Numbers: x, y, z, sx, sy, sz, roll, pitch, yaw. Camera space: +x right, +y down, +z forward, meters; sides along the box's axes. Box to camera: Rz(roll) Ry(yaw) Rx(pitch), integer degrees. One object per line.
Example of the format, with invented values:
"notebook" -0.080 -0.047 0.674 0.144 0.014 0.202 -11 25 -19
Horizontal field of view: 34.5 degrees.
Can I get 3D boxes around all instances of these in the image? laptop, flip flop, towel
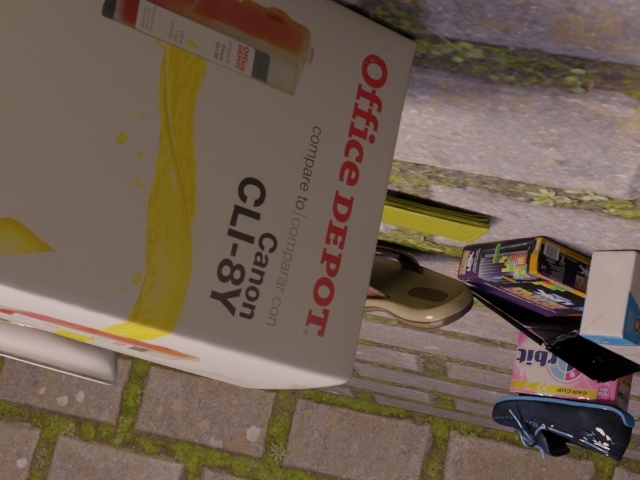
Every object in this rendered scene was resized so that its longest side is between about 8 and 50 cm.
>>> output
"laptop" 0.385 0.113 1.502 0.264 0.136 0.234 -25 149 26
"flip flop" 0.078 0.048 1.361 0.277 0.112 0.080 14 136 47
"towel" 0.072 -0.038 1.197 0.237 0.021 0.102 13 171 -4

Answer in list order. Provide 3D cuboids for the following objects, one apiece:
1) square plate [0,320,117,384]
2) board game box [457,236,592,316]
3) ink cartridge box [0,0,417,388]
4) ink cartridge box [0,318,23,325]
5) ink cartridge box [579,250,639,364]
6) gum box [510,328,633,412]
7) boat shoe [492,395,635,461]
"square plate" -0.420 0.009 1.359 0.344 0.347 0.049 21 123 -26
"board game box" 0.280 0.049 1.278 0.170 0.048 0.141 22 162 -29
"ink cartridge box" -0.144 -0.074 0.731 0.385 0.279 0.160 20 164 -27
"ink cartridge box" -0.249 -0.052 0.949 0.189 0.255 0.097 11 165 10
"ink cartridge box" 0.387 0.089 1.219 0.180 0.104 0.060 25 161 -38
"gum box" 0.398 0.205 1.648 0.188 0.107 0.062 3 162 37
"boat shoe" 0.366 0.297 1.628 0.109 0.089 0.258 22 164 -30
